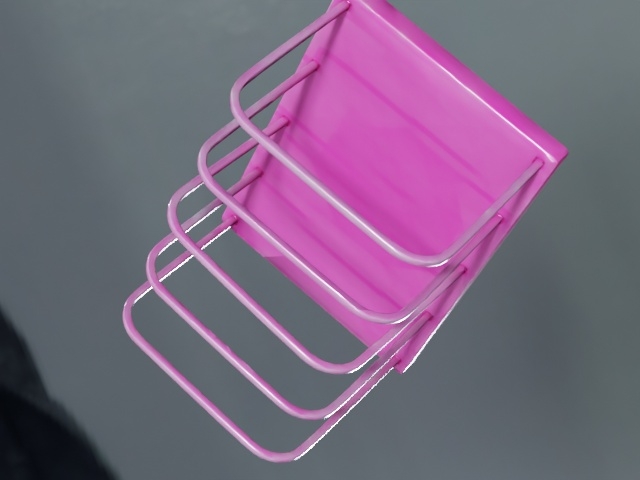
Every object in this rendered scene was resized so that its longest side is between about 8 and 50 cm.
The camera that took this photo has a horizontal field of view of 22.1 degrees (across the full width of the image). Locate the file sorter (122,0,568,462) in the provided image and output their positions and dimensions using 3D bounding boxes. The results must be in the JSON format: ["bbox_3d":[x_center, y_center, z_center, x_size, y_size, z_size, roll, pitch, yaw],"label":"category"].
[{"bbox_3d":[0.000,0.000,1.216,0.202,0.182,0.290,41,139,9],"label":"file sorter"}]
